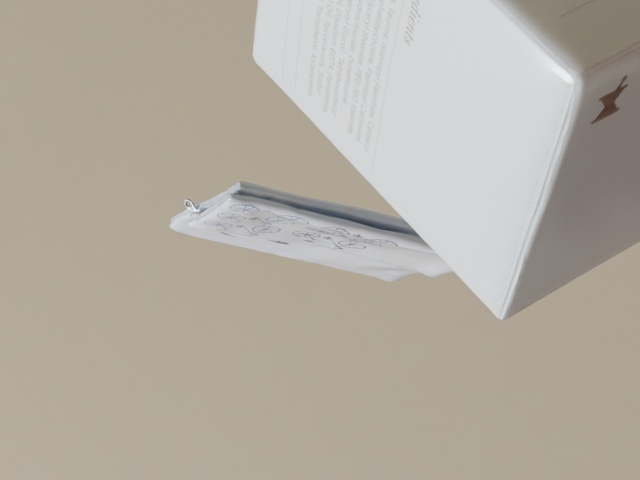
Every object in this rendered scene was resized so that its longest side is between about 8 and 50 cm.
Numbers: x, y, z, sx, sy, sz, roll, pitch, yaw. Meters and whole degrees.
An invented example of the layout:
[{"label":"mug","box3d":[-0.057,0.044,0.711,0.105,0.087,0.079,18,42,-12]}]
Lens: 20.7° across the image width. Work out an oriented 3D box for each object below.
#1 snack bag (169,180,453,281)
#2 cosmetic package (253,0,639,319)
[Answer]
[{"label":"snack bag","box3d":[0.000,0.000,2.017,0.323,0.037,0.342,12,-10,-18]},{"label":"cosmetic package","box3d":[0.187,-0.217,1.582,0.329,0.394,0.327,-27,-30,-27]}]
